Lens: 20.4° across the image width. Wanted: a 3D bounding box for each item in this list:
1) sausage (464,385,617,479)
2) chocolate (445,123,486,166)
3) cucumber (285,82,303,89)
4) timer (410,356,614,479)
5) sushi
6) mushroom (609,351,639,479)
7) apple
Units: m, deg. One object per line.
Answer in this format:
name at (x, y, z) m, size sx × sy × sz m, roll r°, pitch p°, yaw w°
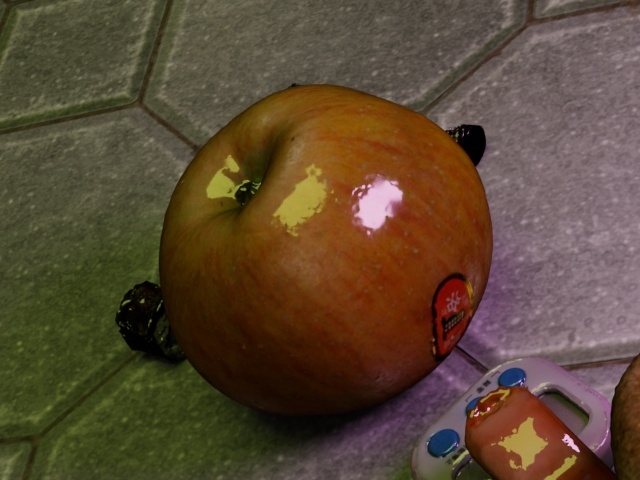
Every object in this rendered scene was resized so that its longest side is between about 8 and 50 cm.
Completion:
sausage at (0.275, 0.278, 1.761) m, size 0.097 × 0.094 × 0.348 m, roll -42°, pitch 59°, yaw -6°
chocolate at (0.138, -0.129, 2.316) m, size 0.147 × 0.070 × 0.072 m, roll 6°, pitch 48°, yaw 29°
cucumber at (-0.030, -0.112, 2.404) m, size 0.078 × 0.062 × 0.211 m, roll -44°, pitch 36°, yaw 38°
timer at (0.210, 0.229, 1.916) m, size 0.208 × 0.069 × 0.191 m, roll -40°, pitch 42°, yaw -13°
sushi at (-0.202, 0.097, 2.268) m, size 0.084 × 0.094 × 0.098 m, roll 13°, pitch 62°, yaw 41°
mushroom at (0.422, 0.171, 1.630) m, size 0.331 × 0.356 × 0.334 m, roll 7°, pitch 52°, yaw 34°
apple at (0.000, 0.000, 2.064) m, size 0.400 × 0.333 × 0.400 m, roll -15°, pitch 43°, yaw 15°
